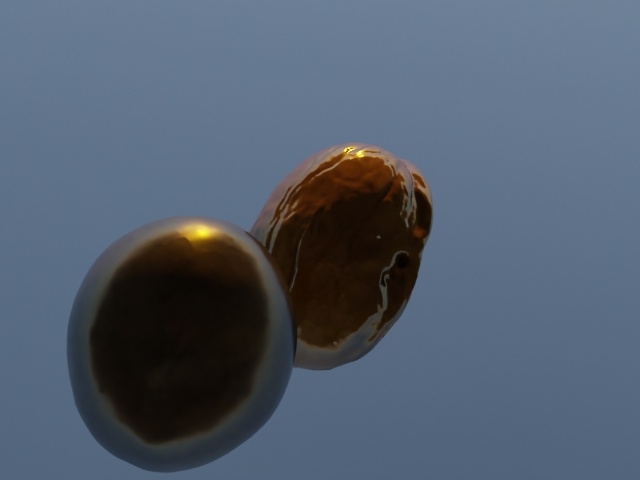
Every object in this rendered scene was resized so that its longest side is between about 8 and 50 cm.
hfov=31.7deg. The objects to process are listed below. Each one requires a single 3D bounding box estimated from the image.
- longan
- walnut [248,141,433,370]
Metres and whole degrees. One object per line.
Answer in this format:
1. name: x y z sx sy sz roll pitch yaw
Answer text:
1. longan: -0.101 0.075 0.823 0.167 0.167 0.187 20 -107 3
2. walnut: 0.000 -0.003 0.943 0.167 0.087 0.211 10 -111 36
